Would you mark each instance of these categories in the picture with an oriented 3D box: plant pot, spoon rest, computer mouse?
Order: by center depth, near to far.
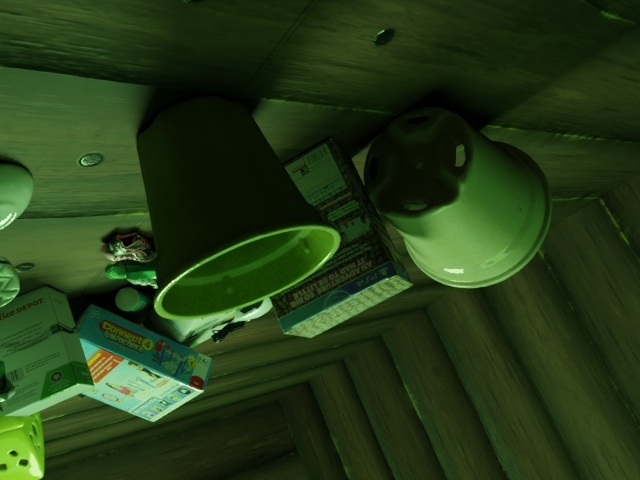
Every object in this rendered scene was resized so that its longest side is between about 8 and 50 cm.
[{"bbox_3d":[-0.524,-0.028,0.882,0.276,0.084,0.137,-32,166,-20],"label":"spoon rest"},{"bbox_3d":[-0.145,-0.059,0.954,0.275,0.254,0.276,-22,162,-7],"label":"plant pot"},{"bbox_3d":[0.251,-0.102,1.293,0.333,0.334,0.305,-31,149,21],"label":"plant pot"},{"bbox_3d":[-0.737,0.393,1.411,0.228,0.227,0.207,-10,129,-20],"label":"plant pot"},{"bbox_3d":[-0.164,0.171,1.517,0.193,0.042,0.106,-41,168,25],"label":"computer mouse"}]

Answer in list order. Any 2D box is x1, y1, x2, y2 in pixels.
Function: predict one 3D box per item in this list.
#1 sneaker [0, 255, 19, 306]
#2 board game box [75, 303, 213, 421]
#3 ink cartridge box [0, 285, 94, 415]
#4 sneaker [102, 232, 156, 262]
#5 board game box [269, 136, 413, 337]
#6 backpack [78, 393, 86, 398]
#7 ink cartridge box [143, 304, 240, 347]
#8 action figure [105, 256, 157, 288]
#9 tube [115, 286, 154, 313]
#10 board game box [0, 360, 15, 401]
[{"bbox_3d":[-0.572,0.072,0.944,0.234,0.153,0.094,-30,123,-25],"label":"sneaker"},{"bbox_3d":[-0.453,0.296,1.516,0.301,0.086,0.308,30,140,-21],"label":"board game box"},{"bbox_3d":[-0.554,0.216,1.275,0.153,0.209,0.087,-23,165,-2],"label":"ink cartridge box"},{"bbox_3d":[-0.346,0.008,1.229,0.119,0.047,0.057,-2,140,-51],"label":"sneaker"},{"bbox_3d":[0.000,0.000,1.232,0.232,0.291,0.141,-28,161,13],"label":"board game box"},{"bbox_3d":[-0.601,0.338,1.721,0.105,0.084,0.114,-27,-158,13],"label":"backpack"},{"bbox_3d":[-0.271,0.145,1.517,0.201,0.117,0.278,-25,165,-37],"label":"ink cartridge box"},{"bbox_3d":[-0.314,0.059,1.303,0.232,0.137,0.064,4,126,-37],"label":"action figure"},{"bbox_3d":[-0.417,0.150,1.519,0.080,0.052,0.207,-21,167,-3],"label":"tube"},{"bbox_3d":[-0.678,0.174,0.895,0.389,0.051,0.389,-9,-164,-39],"label":"board game box"}]
